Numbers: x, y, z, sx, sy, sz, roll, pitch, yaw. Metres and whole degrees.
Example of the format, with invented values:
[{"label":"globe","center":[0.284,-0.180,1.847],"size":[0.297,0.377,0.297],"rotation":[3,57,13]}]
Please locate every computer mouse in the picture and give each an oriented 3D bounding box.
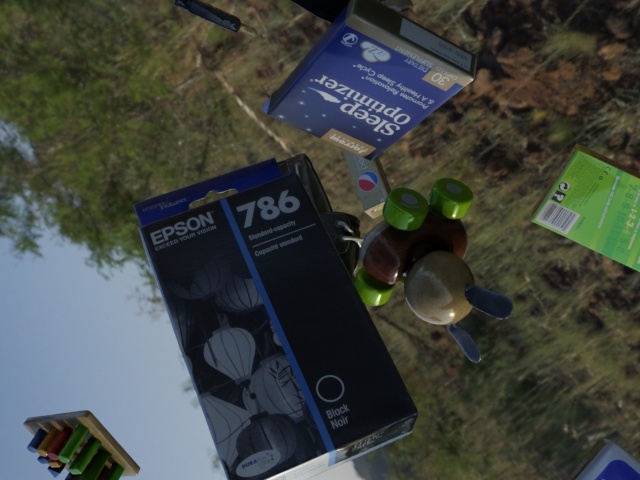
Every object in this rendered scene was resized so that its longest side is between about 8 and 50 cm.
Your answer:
[{"label":"computer mouse","center":[-0.040,-0.265,0.707],"size":[0.060,0.262,0.184],"rotation":[-36,43,47]}]

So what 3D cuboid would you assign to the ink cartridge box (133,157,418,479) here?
[{"label":"ink cartridge box","center":[-0.058,0.051,0.664],"size":[0.065,0.165,0.332],"rotation":[88,157,-58]}]

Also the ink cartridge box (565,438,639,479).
[{"label":"ink cartridge box","center":[0.271,0.387,0.614],"size":[0.307,0.303,0.072],"rotation":[42,179,14]}]

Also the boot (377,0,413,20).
[{"label":"boot","center":[0.055,-0.249,0.849],"size":[0.042,0.118,0.087],"rotation":[21,-122,-64]}]

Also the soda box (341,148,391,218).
[{"label":"soda box","center":[0.101,-0.144,1.539],"size":[0.058,0.061,0.181],"rotation":[29,-141,-63]}]

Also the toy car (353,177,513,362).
[{"label":"toy car","center":[0.150,0.046,0.862],"size":[0.188,0.149,0.155],"rotation":[49,138,33]}]

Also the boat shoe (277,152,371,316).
[{"label":"boat shoe","center":[0.000,0.000,0.993],"size":[0.335,0.119,0.121],"rotation":[60,-172,31]}]

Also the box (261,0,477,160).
[{"label":"box","center":[0.037,-0.150,0.750],"size":[0.136,0.036,0.225],"rotation":[21,153,-20]}]

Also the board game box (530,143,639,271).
[{"label":"board game box","center":[0.443,-0.027,1.014],"size":[0.259,0.124,0.039],"rotation":[26,-149,1]}]

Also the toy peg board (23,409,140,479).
[{"label":"toy peg board","center":[-0.431,0.384,1.258],"size":[0.161,0.161,0.079],"rotation":[61,-148,-27]}]
